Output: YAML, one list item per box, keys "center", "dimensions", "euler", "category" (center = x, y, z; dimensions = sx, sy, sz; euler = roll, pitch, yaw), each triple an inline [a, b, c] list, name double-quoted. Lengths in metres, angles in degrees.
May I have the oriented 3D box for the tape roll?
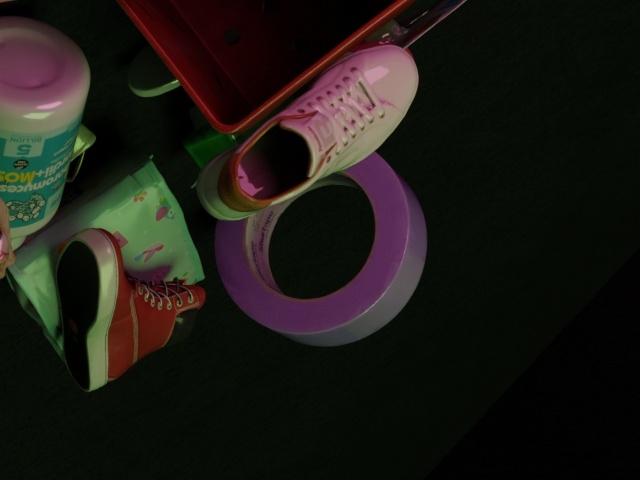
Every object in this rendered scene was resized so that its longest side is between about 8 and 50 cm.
- center: [0.000, 0.000, 2.387]
  dimensions: [0.275, 0.275, 0.090]
  euler: [-41, 155, 5]
  category: "tape roll"

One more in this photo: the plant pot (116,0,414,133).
- center: [-0.063, -0.270, 1.868]
  dimensions: [0.267, 0.267, 0.236]
  euler: [-37, 173, -1]
  category: "plant pot"

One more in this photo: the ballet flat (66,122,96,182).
- center: [-0.319, -0.069, 2.076]
  dimensions: [0.052, 0.057, 0.168]
  euler: [27, 116, -25]
  category: "ballet flat"

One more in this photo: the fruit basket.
- center: [0.005, -0.193, 2.151]
  dimensions: [0.353, 0.165, 0.327]
  euler: [-45, -169, -15]
  category: "fruit basket"

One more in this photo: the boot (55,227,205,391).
- center: [-0.211, 0.053, 2.074]
  dimensions: [0.176, 0.088, 0.244]
  euler: [-26, 146, -27]
  category: "boot"

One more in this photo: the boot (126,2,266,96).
- center: [-0.136, -0.213, 2.074]
  dimensions: [0.190, 0.069, 0.086]
  euler: [-36, 153, -10]
  category: "boot"

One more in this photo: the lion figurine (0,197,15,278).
- center: [-0.502, -0.004, 1.749]
  dimensions: [0.392, 0.142, 0.240]
  euler: [-19, 124, -17]
  category: "lion figurine"

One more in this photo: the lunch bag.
- center: [-0.274, 0.009, 2.165]
  dimensions: [0.223, 0.160, 0.262]
  euler: [-33, 161, -10]
  category: "lunch bag"

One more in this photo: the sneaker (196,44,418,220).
- center: [0.008, -0.115, 1.912]
  dimensions: [0.290, 0.106, 0.123]
  euler: [-39, -169, -19]
  category: "sneaker"

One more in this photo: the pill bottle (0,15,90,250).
- center: [-0.337, -0.101, 1.898]
  dimensions: [0.146, 0.146, 0.264]
  euler: [-22, 151, -33]
  category: "pill bottle"

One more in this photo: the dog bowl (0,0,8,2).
- center: [-0.262, -0.375, 1.523]
  dimensions: [0.408, 0.150, 0.408]
  euler: [-32, 156, -16]
  category: "dog bowl"
